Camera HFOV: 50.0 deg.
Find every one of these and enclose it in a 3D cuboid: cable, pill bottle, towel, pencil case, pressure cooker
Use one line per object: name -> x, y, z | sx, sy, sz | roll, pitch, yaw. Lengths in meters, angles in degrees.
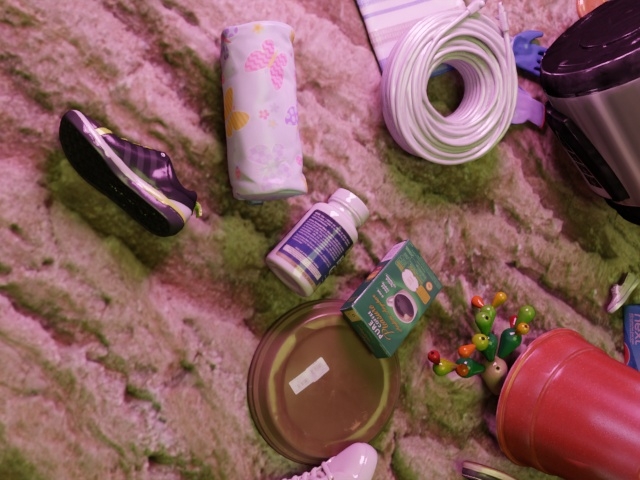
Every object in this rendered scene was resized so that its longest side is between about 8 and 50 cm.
cable -> 0.219, -0.259, 1.173 | 0.257, 0.089, 0.257 | -26, 112, -16
pill bottle -> 0.000, 0.000, 1.094 | 0.094, 0.094, 0.169 | 46, 74, -16
towel -> 0.161, -0.425, 1.200 | 0.209, 0.034, 0.285 | -23, 99, -21
pencil case -> -0.084, -0.193, 1.051 | 0.124, 0.113, 0.273 | -7, 93, -33
pressure cooker -> 0.636, -0.223, 1.212 | 0.370, 0.375, 0.420 | -45, 111, -19

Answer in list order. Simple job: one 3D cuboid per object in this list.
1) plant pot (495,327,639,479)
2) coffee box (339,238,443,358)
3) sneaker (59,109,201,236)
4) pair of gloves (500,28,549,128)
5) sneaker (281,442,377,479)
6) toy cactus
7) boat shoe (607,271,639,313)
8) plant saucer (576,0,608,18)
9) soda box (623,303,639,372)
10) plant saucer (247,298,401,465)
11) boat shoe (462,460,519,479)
plant pot -> 0.495, 0.322, 1.176 | 0.272, 0.265, 0.273 | -9, 107, -32
coffee box -> 0.122, 0.096, 1.149 | 0.113, 0.040, 0.184 | 52, 55, -14
sneaker -> -0.273, -0.105, 1.003 | 0.235, 0.084, 0.097 | 47, 49, -17
pair of gloves -> 0.375, -0.309, 1.296 | 0.159, 0.023, 0.198 | 14, 85, -24
sneaker -> -0.041, 0.403, 1.055 | 0.290, 0.106, 0.123 | -43, 101, -7
toy cactus -> 0.292, 0.200, 1.229 | 0.219, 0.112, 0.181 | -34, 121, -22
boat shoe -> 0.604, 0.104, 1.387 | 0.035, 0.035, 0.100 | 41, 77, 11
plant saucer -> 0.549, -0.470, 1.375 | 0.083, 0.013, 0.084 | 0, 89, -22
soda box -> 0.666, 0.235, 1.388 | 0.067, 0.071, 0.210 | -2, 90, -22
plant saucer -> 0.017, 0.236, 1.130 | 0.277, 0.041, 0.278 | 0, 90, -22
boat shoe -> 0.339, 0.468, 1.243 | 0.223, 0.080, 0.073 | 32, 72, -24
